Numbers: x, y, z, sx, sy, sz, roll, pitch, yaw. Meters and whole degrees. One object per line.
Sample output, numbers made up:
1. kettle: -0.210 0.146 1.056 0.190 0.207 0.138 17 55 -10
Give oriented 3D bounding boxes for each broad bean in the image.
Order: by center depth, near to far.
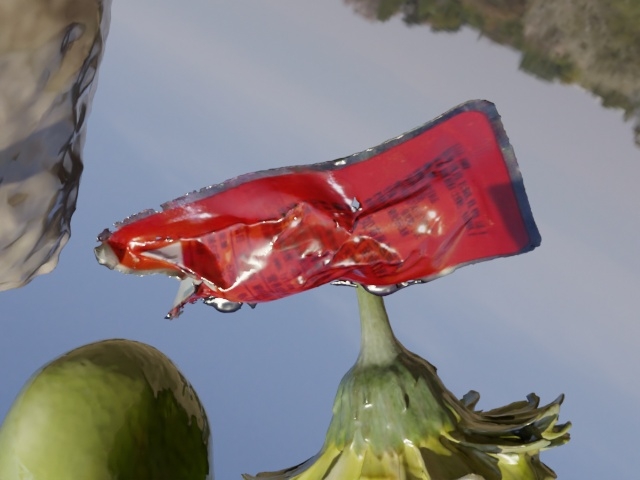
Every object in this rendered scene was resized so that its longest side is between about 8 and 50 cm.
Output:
1. broad bean: -0.192 0.219 0.969 0.119 0.238 0.291 16 148 33

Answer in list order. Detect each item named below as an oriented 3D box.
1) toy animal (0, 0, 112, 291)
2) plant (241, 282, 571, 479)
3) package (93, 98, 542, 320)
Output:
1. toy animal: -0.200 -0.113 0.360 0.226 0.358 0.188 -27 -148 -13
2. plant: 0.089 0.174 0.991 0.306 0.297 0.261 -10 -152 -21
3. package: 0.000 0.000 0.682 0.269 0.071 0.194 -10 160 15
